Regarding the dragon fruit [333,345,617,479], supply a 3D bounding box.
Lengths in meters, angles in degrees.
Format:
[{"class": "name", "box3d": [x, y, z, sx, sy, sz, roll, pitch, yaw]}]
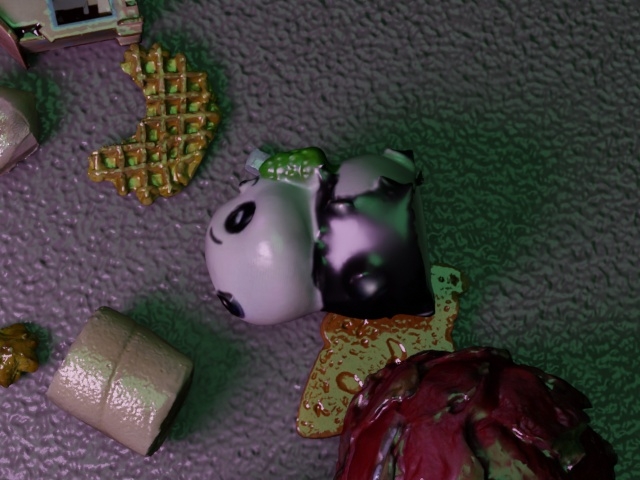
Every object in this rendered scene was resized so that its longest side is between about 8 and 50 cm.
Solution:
[{"class": "dragon fruit", "box3d": [0.168, 0.270, 1.686, 0.329, 0.329, 0.329, 1, 80, -4]}]

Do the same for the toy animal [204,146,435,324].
[{"class": "toy animal", "box3d": [-0.002, -0.009, 1.762, 0.266, 0.212, 0.213, -1, 80, 4]}]

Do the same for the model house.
[{"class": "model house", "box3d": [-0.361, -0.375, 1.839, 0.244, 0.169, 0.326, -12, 82, -4]}]

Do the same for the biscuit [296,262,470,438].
[{"class": "biscuit", "box3d": [0.075, 0.138, 1.837, 0.183, 0.043, 0.280, 42, 85, 10]}]

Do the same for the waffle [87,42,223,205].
[{"class": "waffle", "box3d": [-0.206, -0.142, 1.863, 0.149, 0.051, 0.194, 29, 81, -4]}]

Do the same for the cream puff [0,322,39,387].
[{"class": "cream puff", "box3d": [-0.375, 0.136, 1.799, 0.083, 0.058, 0.083, 6, 77, -1]}]

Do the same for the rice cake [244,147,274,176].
[{"class": "rice cake", "box3d": [-0.014, -0.065, 1.875, 0.170, 0.029, 0.033, 26, 72, 0]}]

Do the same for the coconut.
[{"class": "coconut", "box3d": [-0.389, -0.133, 1.824, 0.124, 0.110, 0.110, -43, 85, -4]}]

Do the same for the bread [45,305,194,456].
[{"class": "bread", "box3d": [-0.225, 0.164, 1.758, 0.141, 0.148, 0.134, 30, 95, 2]}]
